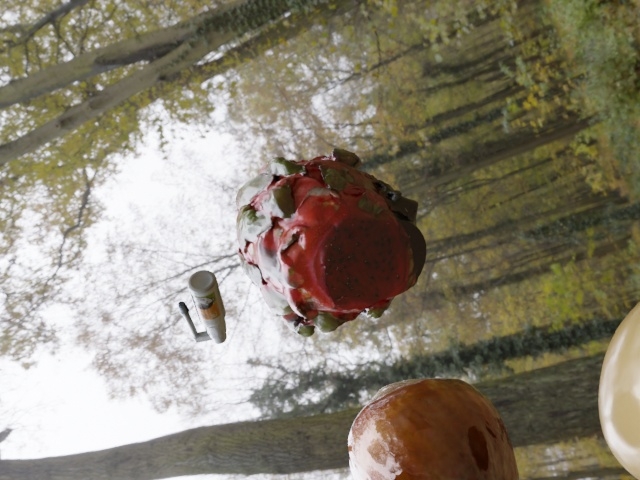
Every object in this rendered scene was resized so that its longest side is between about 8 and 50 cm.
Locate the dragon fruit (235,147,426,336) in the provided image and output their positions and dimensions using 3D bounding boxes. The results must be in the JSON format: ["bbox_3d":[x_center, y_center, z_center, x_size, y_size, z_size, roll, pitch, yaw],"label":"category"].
[{"bbox_3d":[0.000,0.000,0.496,0.167,0.160,0.172,35,-179,-29],"label":"dragon fruit"}]

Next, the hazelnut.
[{"bbox_3d":[0.123,0.224,0.574,0.182,0.182,0.182,41,-142,-43],"label":"hazelnut"}]

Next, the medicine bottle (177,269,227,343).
[{"bbox_3d":[-0.251,0.156,1.184,0.220,0.092,0.061,87,170,-49],"label":"medicine bottle"}]

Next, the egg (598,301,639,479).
[{"bbox_3d":[0.362,0.125,0.479,0.201,0.244,0.201,37,-162,-14],"label":"egg"}]
